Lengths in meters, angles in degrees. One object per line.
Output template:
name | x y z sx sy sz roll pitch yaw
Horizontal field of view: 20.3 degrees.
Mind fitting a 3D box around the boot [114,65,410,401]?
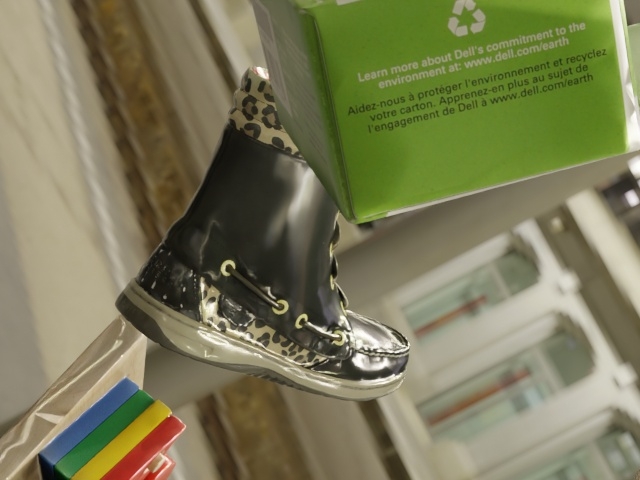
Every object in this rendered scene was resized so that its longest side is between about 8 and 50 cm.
boot | 0.000 0.001 1.128 0.236 0.178 0.085 17 13 -43

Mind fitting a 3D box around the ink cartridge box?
ink cartridge box | 0.107 -0.106 0.798 0.189 0.255 0.097 -121 -163 -69

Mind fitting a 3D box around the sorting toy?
sorting toy | -0.203 0.205 1.346 0.089 0.255 0.257 40 -18 7

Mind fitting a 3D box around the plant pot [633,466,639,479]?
plant pot | 0.367 0.193 1.199 0.284 0.284 0.191 63 -18 20
